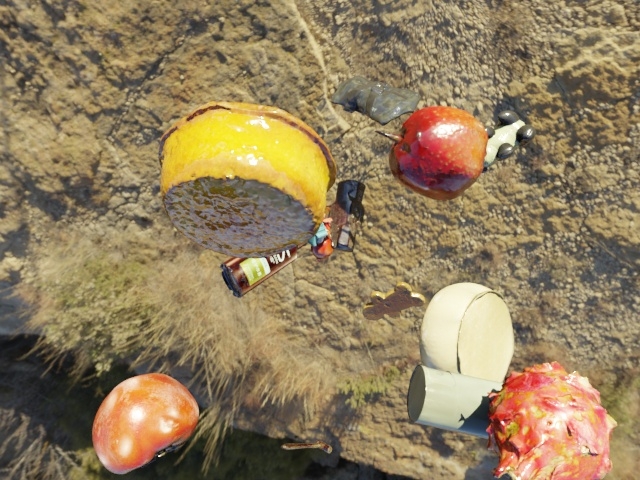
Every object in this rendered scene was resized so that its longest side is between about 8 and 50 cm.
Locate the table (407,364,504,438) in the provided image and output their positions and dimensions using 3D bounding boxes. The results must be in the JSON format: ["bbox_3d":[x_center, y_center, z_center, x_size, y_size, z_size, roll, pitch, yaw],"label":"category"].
[{"bbox_3d":[0.319,0.365,0.907,0.220,0.126,0.126,12,125,-2],"label":"table"}]

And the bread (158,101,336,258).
[{"bbox_3d":[-0.129,-0.094,0.700,0.313,0.172,0.312,2,147,1],"label":"bread"}]

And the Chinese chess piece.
[{"bbox_3d":[0.444,0.297,1.216,0.141,0.338,0.338,1,129,52],"label":"Chinese chess piece"}]

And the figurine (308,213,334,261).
[{"bbox_3d":[0.000,0.000,1.121,0.068,0.075,0.140,39,147,42],"label":"figurine"}]

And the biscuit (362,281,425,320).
[{"bbox_3d":[0.324,0.292,1.905,0.302,0.049,0.197,-35,113,31],"label":"biscuit"}]

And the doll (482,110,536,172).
[{"bbox_3d":[0.638,-0.348,1.441,0.234,0.135,0.143,-37,71,-2],"label":"doll"}]

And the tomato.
[{"bbox_3d":[-0.310,0.316,0.725,0.187,0.187,0.151,-34,69,30],"label":"tomato"}]

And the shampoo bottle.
[{"bbox_3d":[-0.168,0.053,1.327,0.084,0.323,0.129,-3,113,49],"label":"shampoo bottle"}]

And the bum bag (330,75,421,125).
[{"bbox_3d":[0.149,-0.412,1.177,0.137,0.310,0.074,-45,136,-7],"label":"bum bag"}]

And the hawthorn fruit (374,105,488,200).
[{"bbox_3d":[0.288,-0.247,1.091,0.301,0.254,0.254,22,125,-1],"label":"hawthorn fruit"}]

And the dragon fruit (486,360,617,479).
[{"bbox_3d":[0.401,0.349,0.726,0.210,0.268,0.205,55,141,9],"label":"dragon fruit"}]

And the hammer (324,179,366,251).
[{"bbox_3d":[-0.022,-0.095,1.480,0.409,0.242,0.095,6,173,43],"label":"hammer"}]

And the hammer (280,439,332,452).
[{"bbox_3d":[-0.043,0.595,1.171,0.065,0.021,0.178,1,161,45],"label":"hammer"}]
